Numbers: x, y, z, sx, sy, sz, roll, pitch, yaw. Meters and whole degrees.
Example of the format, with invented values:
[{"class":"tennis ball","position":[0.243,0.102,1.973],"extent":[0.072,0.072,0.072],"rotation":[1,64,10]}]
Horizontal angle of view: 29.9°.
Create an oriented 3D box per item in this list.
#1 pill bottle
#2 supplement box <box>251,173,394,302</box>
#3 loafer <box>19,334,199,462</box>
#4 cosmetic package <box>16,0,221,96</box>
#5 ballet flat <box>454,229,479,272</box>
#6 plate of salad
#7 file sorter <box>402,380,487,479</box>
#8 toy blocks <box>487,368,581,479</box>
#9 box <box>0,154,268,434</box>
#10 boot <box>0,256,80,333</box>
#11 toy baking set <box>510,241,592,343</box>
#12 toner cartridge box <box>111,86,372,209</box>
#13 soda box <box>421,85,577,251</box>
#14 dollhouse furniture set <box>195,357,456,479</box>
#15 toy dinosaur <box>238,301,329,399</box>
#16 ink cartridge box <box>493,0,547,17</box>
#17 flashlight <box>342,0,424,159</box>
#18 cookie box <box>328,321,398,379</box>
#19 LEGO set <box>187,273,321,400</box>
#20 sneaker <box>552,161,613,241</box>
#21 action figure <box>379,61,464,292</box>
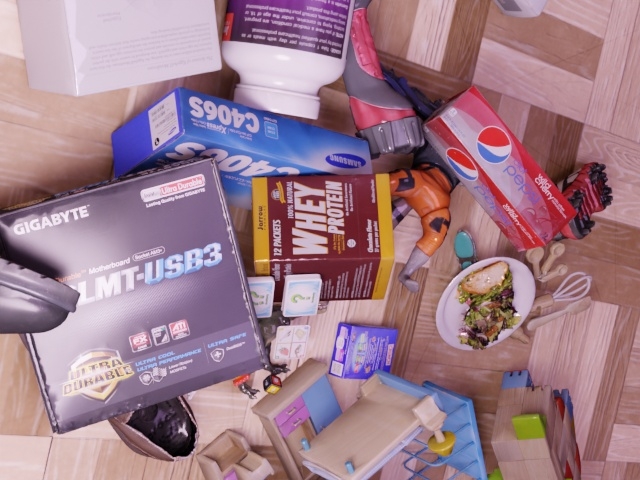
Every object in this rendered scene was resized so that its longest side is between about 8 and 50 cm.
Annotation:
[{"class":"pill bottle","position":[-0.041,-0.341,1.705],"extent":[0.182,0.182,0.322],"rotation":[5,96,-41]},{"class":"supplement box","position":[0.000,0.000,1.736],"extent":[0.194,0.191,0.129],"rotation":[-2,70,-2]},{"class":"loafer","position":[-0.272,0.177,1.658],"extent":[0.134,0.130,0.366],"rotation":[-51,127,-19]},{"class":"cosmetic package","position":[-0.264,-0.317,1.549],"extent":[0.224,0.138,0.224],"rotation":[-17,109,-37]},{"class":"ballet flat","position":[0.264,0.027,2.148],"extent":[0.041,0.041,0.114],"rotation":[-29,118,-32]},{"class":"plate of salad","position":[0.302,0.120,2.152],"extent":[0.200,0.048,0.199],"rotation":[-12,123,-18]},{"class":"file sorter","position":[0.205,0.358,2.117],"extent":[0.104,0.118,0.170],"rotation":[-27,116,-29]},{"class":"toy blocks","position":[0.417,0.390,2.246],"extent":[0.261,0.191,0.381],"rotation":[-68,142,-52]},{"class":"box","position":[-0.243,0.066,1.549],"extent":[0.296,0.073,0.293],"rotation":[-16,103,-15]},{"class":"boot","position":[-0.514,0.205,1.370],"extent":[0.367,0.146,0.445],"rotation":[17,83,0]},{"class":"toy baking set","position":[0.414,0.108,2.248],"extent":[0.197,0.030,0.256],"rotation":[-43,130,5]},{"class":"toner cartridge box","position":[-0.106,-0.115,1.705],"extent":[0.348,0.165,0.075],"rotation":[11,64,-41]},{"class":"soda box","position":[0.276,-0.110,1.872],"extent":[0.083,0.092,0.263],"rotation":[-43,98,-20]},{"class":"dollhouse furniture set","position":[0.031,0.359,1.843],"extent":[0.286,0.303,0.198],"rotation":[-39,121,-28]},{"class":"toy dinosaur","position":[-0.100,0.171,1.856],"extent":[0.268,0.064,0.118],"rotation":[-26,112,-28]},{"class":"ink cartridge box","position":[0.353,-0.625,2.037],"extent":[0.308,0.091,0.385],"rotation":[40,75,-39]},{"class":"flashlight","position":[0.075,-0.278,1.816],"extent":[0.103,0.103,0.304],"rotation":[-14,91,-40]},{"class":"cookie box","position":[0.073,0.187,2.013],"extent":[0.107,0.040,0.091],"rotation":[9,94,-41]},{"class":"LEGO set","position":[-0.099,0.150,1.725],"extent":[0.183,0.060,0.244],"rotation":[-2,135,-12]},{"class":"sneaker","position":[0.463,-0.073,2.252],"extent":[0.276,0.135,0.097],"rotation":[-41,113,-54]},{"class":"action figure","position":[0.143,-0.130,1.966],"extent":[0.341,0.178,0.330],"rotation":[44,61,-6]}]
